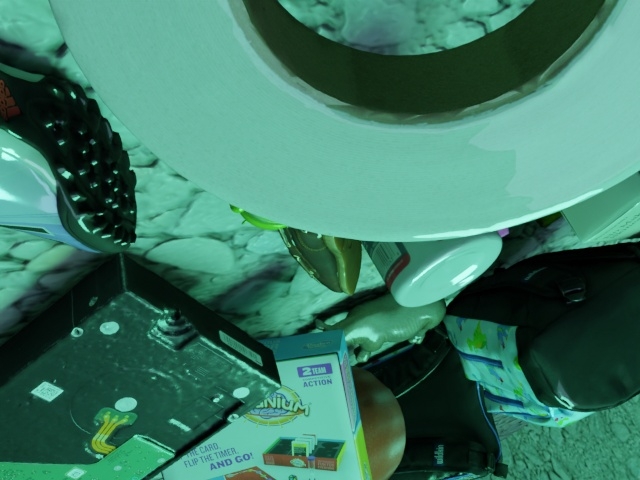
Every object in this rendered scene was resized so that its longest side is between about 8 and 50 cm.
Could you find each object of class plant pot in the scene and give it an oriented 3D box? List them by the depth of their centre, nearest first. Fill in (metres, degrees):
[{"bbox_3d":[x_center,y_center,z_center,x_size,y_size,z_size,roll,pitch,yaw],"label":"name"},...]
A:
[{"bbox_3d":[-0.020,0.295,1.319,0.272,0.272,0.265,-40,162,22],"label":"plant pot"}]

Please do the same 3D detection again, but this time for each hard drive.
[{"bbox_3d":[-0.242,0.176,0.956,0.339,0.064,0.237,-38,131,16],"label":"hard drive"}]

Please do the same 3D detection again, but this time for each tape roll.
[{"bbox_3d":[0.055,-0.163,0.470,0.392,0.072,0.392,-1,131,-2],"label":"tape roll"}]

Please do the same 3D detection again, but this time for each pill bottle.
[{"bbox_3d":[0.073,-0.041,0.826,0.108,0.180,0.108,-24,156,-11],"label":"pill bottle"}]

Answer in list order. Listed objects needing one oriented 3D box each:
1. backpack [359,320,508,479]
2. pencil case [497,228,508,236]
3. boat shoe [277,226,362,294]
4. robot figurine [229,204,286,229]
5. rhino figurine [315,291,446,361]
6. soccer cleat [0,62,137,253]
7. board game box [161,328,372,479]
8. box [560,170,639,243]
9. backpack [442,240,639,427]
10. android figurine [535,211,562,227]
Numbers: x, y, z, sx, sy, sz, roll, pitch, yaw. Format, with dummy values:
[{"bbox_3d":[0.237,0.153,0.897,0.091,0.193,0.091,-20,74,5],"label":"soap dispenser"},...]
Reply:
[{"bbox_3d":[0.152,0.305,1.537,0.263,0.276,0.213,-17,155,4],"label":"backpack"},{"bbox_3d":[0.205,-0.104,0.951,0.104,0.104,0.236,-17,152,-26],"label":"pencil case"},{"bbox_3d":[0.000,0.000,0.978,0.073,0.073,0.207,6,156,14],"label":"boat shoe"},{"bbox_3d":[-0.038,-0.055,0.817,0.101,0.067,0.115,-23,157,-34],"label":"robot figurine"},{"bbox_3d":[0.071,0.121,1.277,0.243,0.073,0.106,-17,157,-22],"label":"rhino figurine"},{"bbox_3d":[-0.226,-0.060,0.584,0.116,0.108,0.318,-13,162,15],"label":"soccer cleat"},{"bbox_3d":[-0.063,0.275,1.092,0.242,0.316,0.064,-8,-163,8],"label":"board game box"},{"bbox_3d":[0.402,-0.067,1.107,0.275,0.094,0.113,-5,150,-42],"label":"box"},{"bbox_3d":[0.316,0.124,1.247,0.290,0.273,0.355,-28,-162,-21],"label":"backpack"},{"bbox_3d":[0.359,-0.115,1.148,0.273,0.056,0.248,-42,153,28],"label":"android figurine"}]
